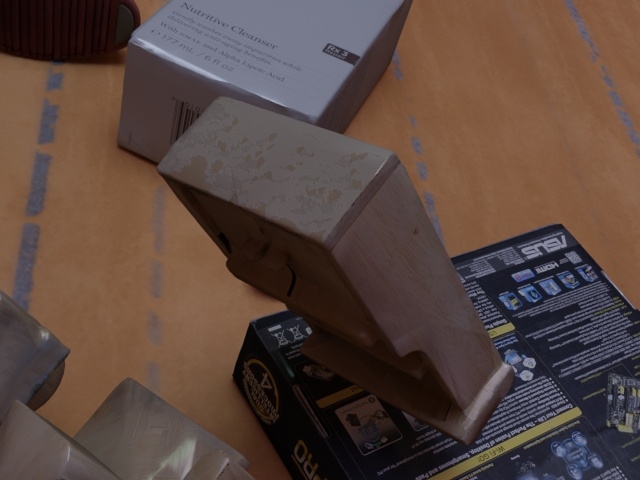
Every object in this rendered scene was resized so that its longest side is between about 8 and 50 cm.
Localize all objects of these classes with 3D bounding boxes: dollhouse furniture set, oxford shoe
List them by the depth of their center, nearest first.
[{"bbox_3d":[-0.081,0.147,0.593,0.362,0.256,0.394,23,68,40],"label":"dollhouse furniture set"},{"bbox_3d":[-0.377,-0.302,1.056,0.348,0.123,0.130,11,40,-14],"label":"oxford shoe"}]

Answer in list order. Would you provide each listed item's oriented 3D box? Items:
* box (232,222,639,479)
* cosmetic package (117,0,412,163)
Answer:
[{"bbox_3d":[0.167,0.160,0.847,0.395,0.097,0.318,-16,54,-32],"label":"box"},{"bbox_3d":[-0.046,-0.222,1.083,0.217,0.156,0.385,24,45,4],"label":"cosmetic package"}]
